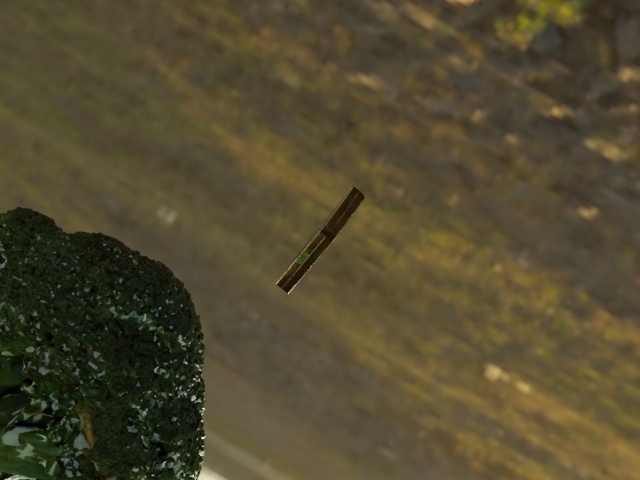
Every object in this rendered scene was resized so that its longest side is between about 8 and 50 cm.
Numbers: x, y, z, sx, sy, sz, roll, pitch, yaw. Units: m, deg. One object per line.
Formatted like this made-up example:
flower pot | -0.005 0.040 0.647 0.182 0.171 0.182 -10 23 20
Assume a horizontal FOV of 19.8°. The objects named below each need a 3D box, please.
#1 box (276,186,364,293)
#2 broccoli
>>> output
box | 0.000 0.000 2.283 0.023 0.090 0.133 39 132 -1
broccoli | -0.222 0.132 1.582 0.308 0.275 0.308 61 173 13
